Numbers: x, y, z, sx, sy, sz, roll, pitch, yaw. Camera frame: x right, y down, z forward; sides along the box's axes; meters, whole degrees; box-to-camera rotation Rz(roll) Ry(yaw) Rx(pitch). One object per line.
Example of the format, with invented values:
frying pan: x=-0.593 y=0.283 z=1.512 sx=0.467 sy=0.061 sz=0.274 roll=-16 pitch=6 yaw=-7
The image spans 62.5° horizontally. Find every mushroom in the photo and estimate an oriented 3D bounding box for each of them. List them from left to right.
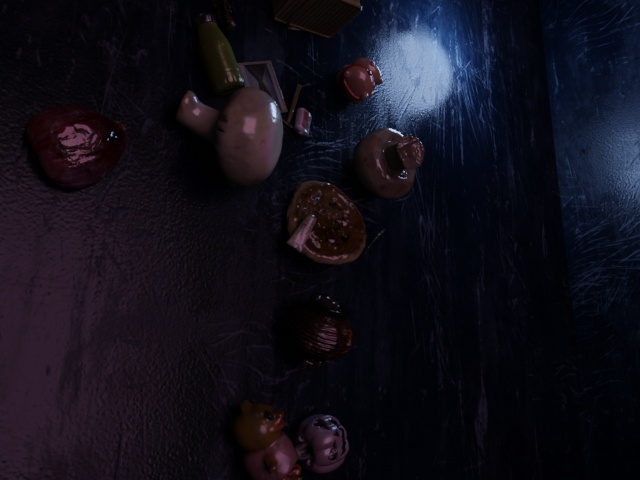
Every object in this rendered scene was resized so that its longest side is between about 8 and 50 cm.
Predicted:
mushroom: x=-0.245 y=-0.352 z=1.660 sx=0.315 sy=0.315 sz=0.356 roll=-46 pitch=115 yaw=-37
mushroom: x=0.290 y=-0.315 z=2.090 sx=0.297 sy=0.290 sz=0.298 roll=10 pitch=73 yaw=-37

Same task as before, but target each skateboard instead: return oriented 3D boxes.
skateboard: x=-0.334 y=-0.805 z=1.869 sx=0.080 sy=0.067 sz=0.152 roll=-3 pitch=76 yaw=-49

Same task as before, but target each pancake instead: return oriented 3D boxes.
pancake: x=0.027 y=-0.068 z=1.920 sx=0.356 sy=0.065 sz=0.356 roll=19 pitch=53 yaw=-26

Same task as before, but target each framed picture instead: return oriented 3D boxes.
framed picture: x=-0.211 y=-0.552 z=1.917 sx=0.150 sy=0.015 sz=0.203 roll=-19 pitch=90 yaw=-36

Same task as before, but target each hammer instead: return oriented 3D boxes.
hammer: x=-0.106 y=-0.518 z=2.003 sx=0.062 sy=0.013 sz=0.199 roll=28 pitch=61 yaw=-30

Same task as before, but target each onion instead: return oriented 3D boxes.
onion: x=-0.637 y=-0.278 z=1.437 sx=0.283 sy=0.120 sz=0.227 roll=-38 pitch=108 yaw=-39

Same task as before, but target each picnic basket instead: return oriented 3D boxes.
picnic basket: x=-0.026 y=-0.939 z=2.045 sx=0.312 sy=0.228 sz=0.176 roll=2 pitch=74 yaw=-40

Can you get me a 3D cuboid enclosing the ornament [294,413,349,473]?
ornament: x=-0.004 y=0.645 z=1.670 sx=0.177 sy=0.177 sz=0.178 roll=12 pitch=71 yaw=-37

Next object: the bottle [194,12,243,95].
bottle: x=-0.349 y=-0.625 z=1.768 sx=0.112 sy=0.112 sz=0.260 roll=-21 pitch=92 yaw=-41

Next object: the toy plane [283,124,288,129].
toy plane: x=-0.172 y=-0.425 z=1.886 sx=0.189 sy=0.061 sz=0.130 roll=13 pitch=100 yaw=-46

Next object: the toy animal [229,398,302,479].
toy animal: x=-0.166 y=0.599 z=1.566 sx=0.169 sy=0.195 sz=0.281 roll=-18 pitch=95 yaw=-1

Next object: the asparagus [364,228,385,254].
asparagus: x=0.217 y=0.004 z=2.127 sx=0.016 sy=0.016 sz=0.163 roll=37 pitch=53 yaw=6

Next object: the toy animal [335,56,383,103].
toy animal: x=0.159 y=-0.658 z=2.172 sx=0.171 sy=0.171 sz=0.198 roll=52 pitch=44 yaw=-16

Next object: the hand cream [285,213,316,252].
hand cream: x=-0.060 y=-0.031 z=1.794 sx=0.061 sy=0.039 sz=0.143 roll=34 pitch=64 yaw=-9

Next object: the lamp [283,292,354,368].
lamp: x=-0.006 y=0.301 z=1.734 sx=0.246 sy=0.247 sz=0.247 roll=12 pitch=71 yaw=-37

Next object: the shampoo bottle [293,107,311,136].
shampoo bottle: x=-0.068 y=-0.440 z=1.989 sx=0.072 sy=0.043 sz=0.099 roll=37 pitch=56 yaw=-50
